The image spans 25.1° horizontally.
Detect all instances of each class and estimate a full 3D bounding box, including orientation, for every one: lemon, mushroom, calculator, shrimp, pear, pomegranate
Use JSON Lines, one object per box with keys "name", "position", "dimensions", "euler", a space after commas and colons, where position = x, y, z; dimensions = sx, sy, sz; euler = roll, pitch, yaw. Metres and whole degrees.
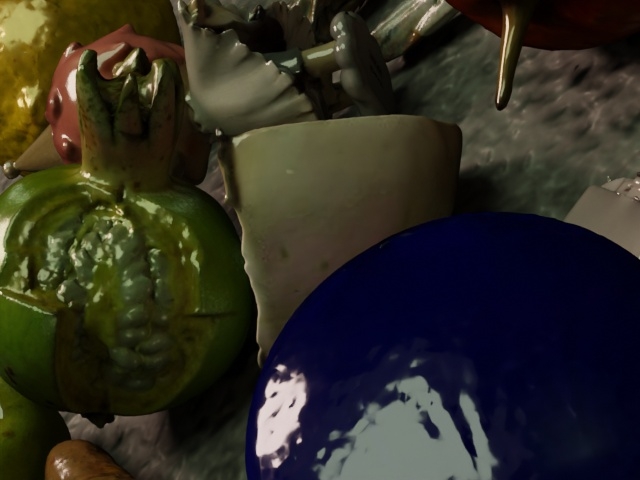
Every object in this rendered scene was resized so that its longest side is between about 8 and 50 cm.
{"name": "lemon", "position": [-0.266, -0.189, 1.527], "dimensions": [0.253, 0.253, 0.310], "euler": [-40, 25, 17]}
{"name": "mushroom", "position": [0.027, 0.006, 1.059], "dimensions": [0.236, 0.173, 0.162], "euler": [80, -177, -83]}
{"name": "calculator", "position": [0.168, 0.030, 0.913], "dimensions": [0.175, 0.032, 0.100], "euler": [-52, 30, -4]}
{"name": "shrimp", "position": [0.070, -0.256, 1.313], "dimensions": [0.360, 0.085, 0.247], "euler": [-46, 39, 21]}
{"name": "pear", "position": [-0.299, 0.206, 1.236], "dimensions": [0.216, 0.166, 0.180], "euler": [103, 173, -49]}
{"name": "pomegranate", "position": [-0.163, -0.003, 1.137], "dimensions": [0.236, 0.236, 0.301], "euler": [-147, 59, -60]}

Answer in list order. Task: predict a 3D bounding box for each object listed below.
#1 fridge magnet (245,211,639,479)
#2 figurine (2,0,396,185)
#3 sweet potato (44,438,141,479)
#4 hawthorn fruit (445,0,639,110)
{"name": "fridge magnet", "position": [0.086, 0.102, 0.801], "dimensions": [0.266, 0.112, 0.265], "euler": [-10, 53, 13]}
{"name": "figurine", "position": [-0.132, -0.111, 1.263], "dimensions": [0.387, 0.207, 0.166], "euler": [-11, 57, 18]}
{"name": "sweet potato", "position": [-0.136, 0.227, 1.031], "dimensions": [0.106, 0.095, 0.355], "euler": [-59, 30, -10]}
{"name": "hawthorn fruit", "position": [0.178, -0.246, 1.012], "dimensions": [0.287, 0.287, 0.330], "euler": [12, 80, 57]}
